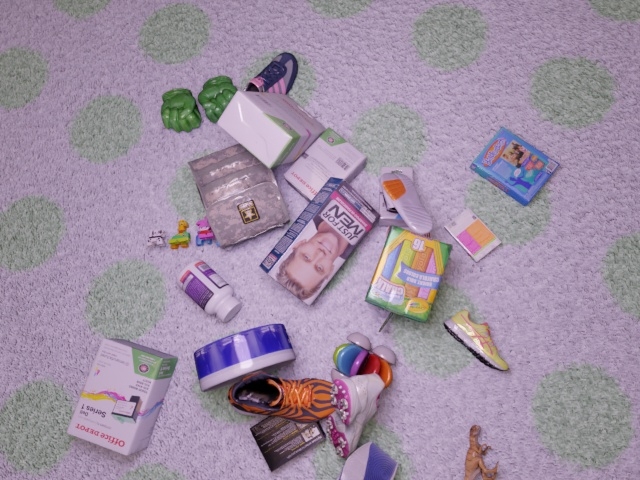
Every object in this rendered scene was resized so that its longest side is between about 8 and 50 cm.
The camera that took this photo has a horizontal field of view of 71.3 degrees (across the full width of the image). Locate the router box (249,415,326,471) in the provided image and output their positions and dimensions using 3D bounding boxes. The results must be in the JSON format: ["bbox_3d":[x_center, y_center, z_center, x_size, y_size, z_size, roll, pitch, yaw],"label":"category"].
[{"bbox_3d":[-0.093,0.548,1.272,0.179,0.046,0.133,-30,75,-3],"label":"router box"}]

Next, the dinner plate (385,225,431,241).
[{"bbox_3d":[0.272,-0.009,1.385,0.141,0.017,0.141,-1,77,6],"label":"dinner plate"}]

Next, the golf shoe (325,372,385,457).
[{"bbox_3d":[0.095,0.465,1.179,0.140,0.306,0.115,-15,43,-25],"label":"golf shoe"}]

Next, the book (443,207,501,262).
[{"bbox_3d":[0.462,-0.017,1.361,0.096,0.035,0.144,-38,75,-1],"label":"book"}]

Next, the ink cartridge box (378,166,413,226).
[{"bbox_3d":[0.236,-0.137,1.389,0.104,0.060,0.180,2,68,7],"label":"ink cartridge box"}]

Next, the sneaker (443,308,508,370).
[{"bbox_3d":[0.457,0.280,1.265,0.094,0.081,0.208,-44,76,-8],"label":"sneaker"}]

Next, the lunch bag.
[{"bbox_3d":[-0.247,-0.138,1.385,0.235,0.169,0.287,-22,75,-7],"label":"lunch bag"}]

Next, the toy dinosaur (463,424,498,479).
[{"bbox_3d":[0.416,0.614,1.207,0.112,0.064,0.211,13,68,27],"label":"toy dinosaur"}]

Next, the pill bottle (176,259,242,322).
[{"bbox_3d":[-0.335,0.157,1.359,0.193,0.108,0.108,40,83,13],"label":"pill bottle"}]

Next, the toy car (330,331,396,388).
[{"bbox_3d":[0.119,0.354,1.251,0.182,0.136,0.159,27,81,11],"label":"toy car"}]

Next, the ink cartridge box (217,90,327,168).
[{"bbox_3d":[-0.128,-0.347,1.373,0.207,0.353,0.119,41,114,4],"label":"ink cartridge box"}]

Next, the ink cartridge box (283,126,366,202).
[{"bbox_3d":[0.015,-0.222,1.423,0.160,0.092,0.219,42,84,12],"label":"ink cartridge box"}]

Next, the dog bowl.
[{"bbox_3d":[-0.207,0.321,1.226,0.265,0.265,0.104,-20,73,1],"label":"dog bowl"}]

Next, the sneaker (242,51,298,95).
[{"bbox_3d":[-0.180,-0.520,1.495,0.112,0.131,0.319,28,81,12],"label":"sneaker"}]

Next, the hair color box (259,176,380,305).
[{"bbox_3d":[0.000,0.000,1.319,0.174,0.105,0.347,41,85,-24],"label":"hair color box"}]

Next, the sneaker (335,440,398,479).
[{"bbox_3d":[0.058,0.692,1.186,0.127,0.182,0.315,40,54,11],"label":"sneaker"}]

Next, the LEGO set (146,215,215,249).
[{"bbox_3d":[-0.433,-0.031,1.430,0.227,0.087,0.093,-8,73,10],"label":"LEGO set"}]

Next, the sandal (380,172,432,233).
[{"bbox_3d":[0.234,-0.097,1.284,0.102,0.076,0.265,-1,46,-16],"label":"sandal"}]

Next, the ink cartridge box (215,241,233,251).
[{"bbox_3d":[-0.294,-0.011,1.436,0.048,0.028,0.083,23,79,10],"label":"ink cartridge box"}]

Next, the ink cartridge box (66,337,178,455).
[{"bbox_3d":[-0.575,0.450,1.308,0.201,0.117,0.278,15,79,9],"label":"ink cartridge box"}]

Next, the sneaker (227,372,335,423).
[{"bbox_3d":[-0.082,0.418,1.177,0.321,0.180,0.124,2,67,-11],"label":"sneaker"}]

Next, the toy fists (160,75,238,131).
[{"bbox_3d":[-0.412,-0.462,1.524,0.279,0.096,0.142,-16,76,0],"label":"toy fists"}]

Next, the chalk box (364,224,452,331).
[{"bbox_3d":[0.235,0.128,1.267,0.179,0.180,0.289,19,87,10],"label":"chalk box"}]

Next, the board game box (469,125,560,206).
[{"bbox_3d":[0.601,-0.232,1.390,0.210,0.047,0.160,40,84,13],"label":"board game box"}]
